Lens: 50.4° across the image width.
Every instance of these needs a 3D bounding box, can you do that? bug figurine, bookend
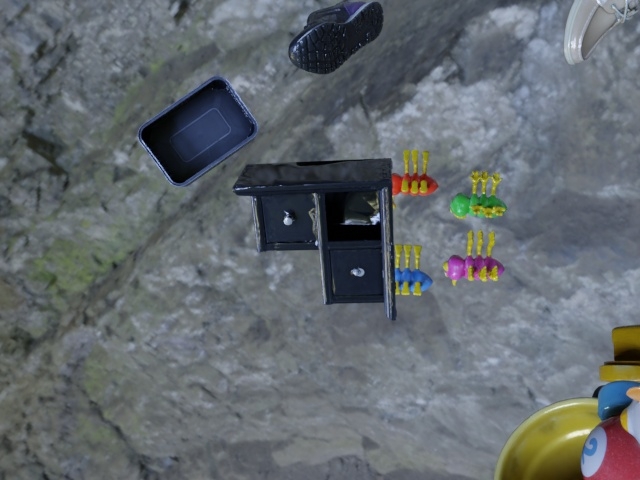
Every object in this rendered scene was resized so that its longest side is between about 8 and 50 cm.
[{"bbox_3d":[0.183,-0.013,1.069,0.216,0.072,0.279,5,55,9],"label":"bug figurine"},{"bbox_3d":[0.000,0.000,0.715,0.157,0.156,0.072,-1,25,7],"label":"bookend"}]

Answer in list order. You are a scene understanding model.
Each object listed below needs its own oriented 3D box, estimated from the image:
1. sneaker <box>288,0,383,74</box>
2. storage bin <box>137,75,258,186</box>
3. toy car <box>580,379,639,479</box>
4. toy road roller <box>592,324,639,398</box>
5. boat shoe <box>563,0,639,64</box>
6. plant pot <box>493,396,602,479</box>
[{"bbox_3d":[0.008,-0.438,1.462,0.124,0.107,0.283,22,42,33],"label":"sneaker"},{"bbox_3d":[-0.209,-0.185,1.174,0.180,0.122,0.084,-36,8,-5],"label":"storage bin"},{"bbox_3d":[0.373,0.208,0.727,0.210,0.238,0.219,-9,41,31],"label":"toy car"},{"bbox_3d":[0.831,0.329,1.651,0.202,0.329,0.240,160,115,-63],"label":"toy road roller"},{"bbox_3d":[0.592,-0.490,1.376,0.098,0.109,0.302,27,86,37],"label":"boat shoe"},{"bbox_3d":[0.431,0.411,1.039,0.254,0.239,0.254,-29,30,19],"label":"plant pot"}]
